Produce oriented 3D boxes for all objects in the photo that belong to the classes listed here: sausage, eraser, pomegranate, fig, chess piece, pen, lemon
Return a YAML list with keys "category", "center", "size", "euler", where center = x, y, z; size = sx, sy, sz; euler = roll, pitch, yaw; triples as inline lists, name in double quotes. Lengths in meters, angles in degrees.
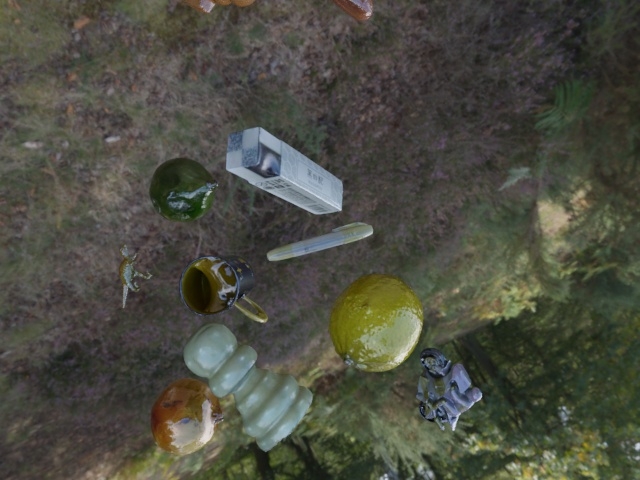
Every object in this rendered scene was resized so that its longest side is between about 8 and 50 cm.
- category: "sausage"
  center: [0.049, -0.608, 1.230]
  size: [0.077, 0.194, 0.077]
  euler: [-48, -169, 12]
- category: "eraser"
  center: [-0.076, -0.163, 1.293]
  size: [0.098, 0.096, 0.404]
  euler: [-5, 165, 28]
- category: "pomegranate"
  center: [-0.381, 0.502, 1.451]
  size: [0.209, 0.209, 0.209]
  euler: [-28, 163, -10]
- category: "fig"
  center: [-0.394, -0.153, 1.506]
  size: [0.195, 0.195, 0.245]
  euler: [-18, -171, -37]
- category: "chess piece"
  center: [-0.197, 0.343, 1.267]
  size: [0.182, 0.330, 0.182]
  euler: [-46, -175, 5]
- category: "pen"
  center: [0.000, 0.000, 1.070]
  size: [0.234, 0.040, 0.032]
  euler: [-14, 176, -12]
- category: "lemon"
  center: [0.116, 0.173, 1.077]
  size: [0.231, 0.192, 0.192]
  euler: [-52, 177, -35]

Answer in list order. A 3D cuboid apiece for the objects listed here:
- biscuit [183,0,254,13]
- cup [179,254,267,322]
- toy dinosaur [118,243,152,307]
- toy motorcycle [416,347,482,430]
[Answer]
- category: "biscuit"
  center: [-0.186, -0.615, 1.055]
  size: [0.306, 0.284, 0.043]
  euler: [-59, 148, 1]
- category: "cup"
  center: [-0.292, 0.167, 1.590]
  size: [0.179, 0.254, 0.256]
  euler: [-25, 178, 6]
- category: "toy dinosaur"
  center: [-0.579, 0.104, 1.504]
  size: [0.162, 0.126, 0.039]
  euler: [-45, -175, 10]
- category: "toy motorcycle"
  center: [0.304, 0.360, 1.208]
  size: [0.073, 0.152, 0.224]
  euler: [-35, 130, -47]
